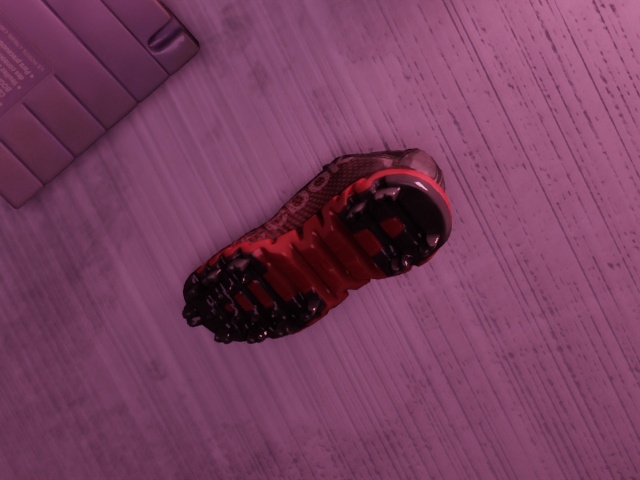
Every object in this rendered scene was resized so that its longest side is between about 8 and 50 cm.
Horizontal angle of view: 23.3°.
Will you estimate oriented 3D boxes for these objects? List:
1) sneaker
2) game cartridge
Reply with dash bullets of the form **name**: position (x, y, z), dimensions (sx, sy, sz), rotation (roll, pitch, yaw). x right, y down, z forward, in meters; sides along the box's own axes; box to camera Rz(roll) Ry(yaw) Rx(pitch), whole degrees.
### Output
- **sneaker**: position (0.000, 0.000, 1.360), dimensions (0.276, 0.135, 0.097), rotation (-28, 110, 27)
- **game cartridge**: position (-0.302, -0.220, 1.311), dimensions (0.230, 0.068, 0.355), rotation (-39, 112, 9)
